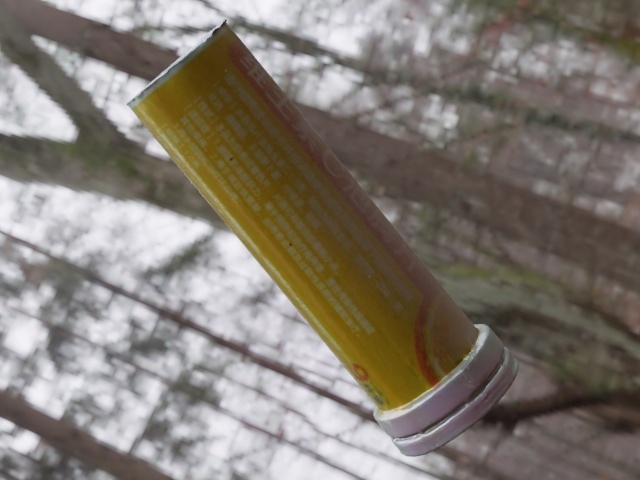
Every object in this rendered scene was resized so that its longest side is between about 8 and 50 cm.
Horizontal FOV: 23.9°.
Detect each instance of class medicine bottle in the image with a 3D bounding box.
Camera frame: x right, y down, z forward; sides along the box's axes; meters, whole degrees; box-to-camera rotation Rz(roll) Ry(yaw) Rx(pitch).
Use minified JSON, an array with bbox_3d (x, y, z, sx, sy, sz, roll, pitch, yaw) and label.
[{"bbox_3d":[0.000,0.000,0.719,0.074,0.218,0.074,-39,9,7],"label":"medicine bottle"}]
